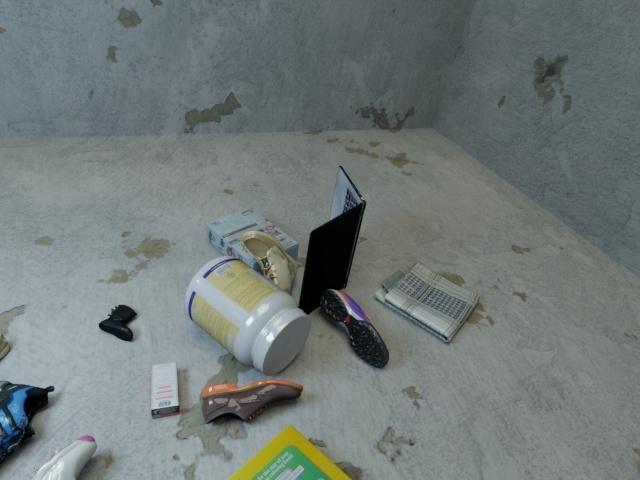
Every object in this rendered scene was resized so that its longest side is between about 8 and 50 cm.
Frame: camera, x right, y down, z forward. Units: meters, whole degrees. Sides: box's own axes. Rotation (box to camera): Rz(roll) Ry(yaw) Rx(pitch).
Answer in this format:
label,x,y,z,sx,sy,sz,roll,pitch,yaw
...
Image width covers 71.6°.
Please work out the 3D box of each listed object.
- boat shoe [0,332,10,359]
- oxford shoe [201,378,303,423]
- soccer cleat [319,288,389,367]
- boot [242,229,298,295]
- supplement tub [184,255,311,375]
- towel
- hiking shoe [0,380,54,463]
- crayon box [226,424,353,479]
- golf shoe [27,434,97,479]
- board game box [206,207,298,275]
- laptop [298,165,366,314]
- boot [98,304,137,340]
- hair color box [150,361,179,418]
label,x,y,z,sx,sy,sz,roll,pitch,yaw
boat shoe,-0.903,0.320,1.161,0.068,0.072,0.190,9,36,-2
oxford shoe,-0.178,0.434,1.189,0.271,0.097,0.099,-3,57,-11
soccer cleat,0.129,0.278,1.460,0.116,0.109,0.318,5,33,-50
boot,-0.175,0.106,1.503,0.095,0.262,0.204,-21,42,25
supplement tub,-0.217,0.220,1.326,0.331,0.241,0.241,32,41,27
towel,0.402,0.204,1.662,0.324,0.056,0.312,30,40,26
hiking shoe,-0.727,0.444,0.999,0.131,0.113,0.304,3,36,-9
crayon box,-0.077,0.609,0.910,0.313,0.106,0.362,30,31,28
golf shoe,-0.563,0.556,0.908,0.140,0.115,0.306,29,45,8
board game box,-0.267,0.007,1.731,0.224,0.098,0.303,-25,47,-38
laptop,0.000,0.000,1.559,0.236,0.382,0.408,-2,38,-18
boot,-0.602,0.250,1.361,0.121,0.045,0.099,19,31,10
hair color box,-0.419,0.401,1.196,0.071,0.043,0.141,-3,37,-18
